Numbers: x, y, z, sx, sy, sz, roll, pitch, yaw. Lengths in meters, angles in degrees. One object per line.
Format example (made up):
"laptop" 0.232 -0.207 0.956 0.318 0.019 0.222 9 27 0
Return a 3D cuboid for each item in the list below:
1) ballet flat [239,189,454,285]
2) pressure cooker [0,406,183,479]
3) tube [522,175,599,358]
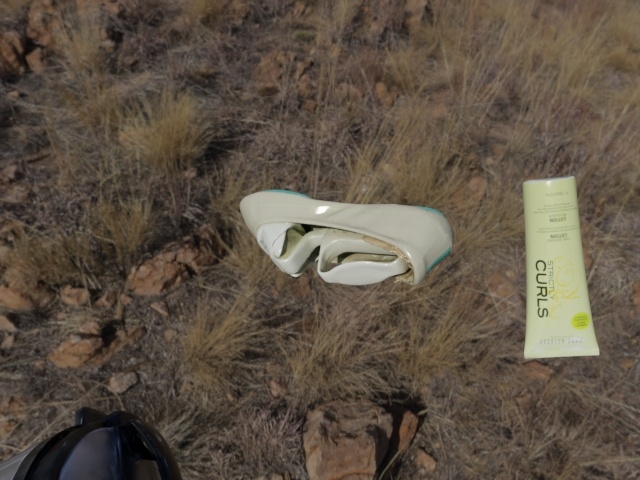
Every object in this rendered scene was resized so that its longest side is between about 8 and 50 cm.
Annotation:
"ballet flat" 0.000 0.000 0.433 0.248 0.086 0.086 5 37 36
"pressure cooker" -0.385 0.489 0.657 0.420 0.370 0.375 -29 2 1
"tube" 0.307 0.038 0.583 0.062 0.240 0.070 -12 9 -36
